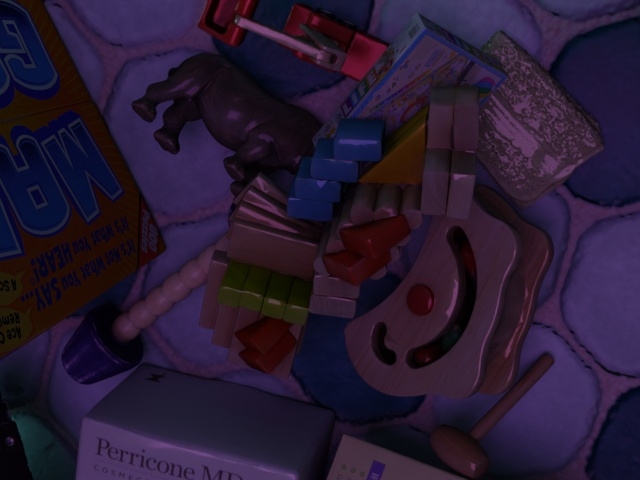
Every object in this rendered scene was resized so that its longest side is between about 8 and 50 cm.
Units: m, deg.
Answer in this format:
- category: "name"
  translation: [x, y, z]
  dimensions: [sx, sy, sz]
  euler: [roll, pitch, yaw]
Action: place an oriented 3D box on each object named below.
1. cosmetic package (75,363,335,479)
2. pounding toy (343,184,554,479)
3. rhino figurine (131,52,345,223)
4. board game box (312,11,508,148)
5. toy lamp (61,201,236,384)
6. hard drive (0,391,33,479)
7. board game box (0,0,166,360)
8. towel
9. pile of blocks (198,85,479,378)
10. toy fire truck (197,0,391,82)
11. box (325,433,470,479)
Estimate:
- category: "cosmetic package"
  translation: [-0.143, 0.387, 1.085]
  dimensions: [0.230, 0.161, 0.453]
  euler: [12, 106, 11]
- category: "pounding toy"
  translation: [0.134, 0.079, 0.987]
  dimensions: [0.154, 0.155, 0.270]
  euler: [22, 100, 37]
- category: "rhino figurine"
  translation: [-0.054, -0.094, 0.977]
  dimensions: [0.243, 0.073, 0.106]
  euler: [34, 69, 3]
- category: "board game box"
  translation: [0.079, -0.119, 0.911]
  dimensions: [0.103, 0.026, 0.154]
  euler: [23, 123, -33]
- category: "toy lamp"
  translation: [-0.161, 0.060, 1.049]
  dimensions: [0.274, 0.080, 0.080]
  euler: [-37, 93, 20]
- category: "hard drive"
  translation: [-0.365, 0.351, 1.082]
  dimensions: [0.237, 0.064, 0.339]
  euler: [-34, 71, 41]
- category: "board game box"
  translation: [-0.432, -0.038, 0.944]
  dimensions: [0.356, 0.356, 0.356]
  euler: [-24, 97, 19]
- category: "towel"
  translation: [0.182, -0.112, 0.947]
  dimensions: [0.110, 0.027, 0.148]
  euler: [-42, 91, 19]
- category: "pile of blocks"
  translation: [0.000, 0.000, 0.890]
  dimensions: [0.149, 0.113, 0.362]
  euler: [36, 120, -13]
- category: "toy fire truck"
  translation: [-0.001, -0.178, 0.918]
  dimensions: [0.192, 0.135, 0.047]
  euler: [26, 109, 6]
- category: "box"
  translation: [0.101, 0.334, 0.968]
  dimensions: [0.243, 0.117, 0.214]
  euler: [17, 73, 18]
